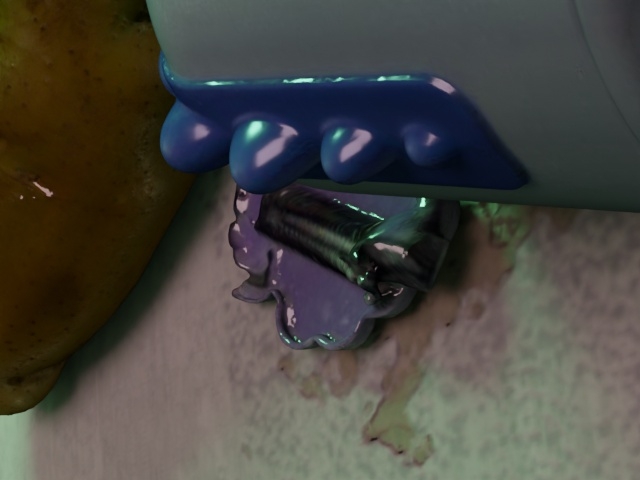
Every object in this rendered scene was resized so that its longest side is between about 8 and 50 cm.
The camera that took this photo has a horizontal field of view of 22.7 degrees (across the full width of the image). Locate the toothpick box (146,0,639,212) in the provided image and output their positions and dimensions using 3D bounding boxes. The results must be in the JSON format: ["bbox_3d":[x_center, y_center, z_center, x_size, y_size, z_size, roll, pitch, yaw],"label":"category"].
[{"bbox_3d":[0.064,-0.122,0.678,0.354,0.263,0.263,5,82,51],"label":"toothpick box"}]

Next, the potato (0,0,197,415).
[{"bbox_3d":[-0.177,-0.058,1.018,0.176,0.195,0.369,-77,9,-66],"label":"potato"}]

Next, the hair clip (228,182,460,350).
[{"bbox_3d":[-0.001,-0.001,0.872,0.195,0.052,0.124,19,88,55],"label":"hair clip"}]
